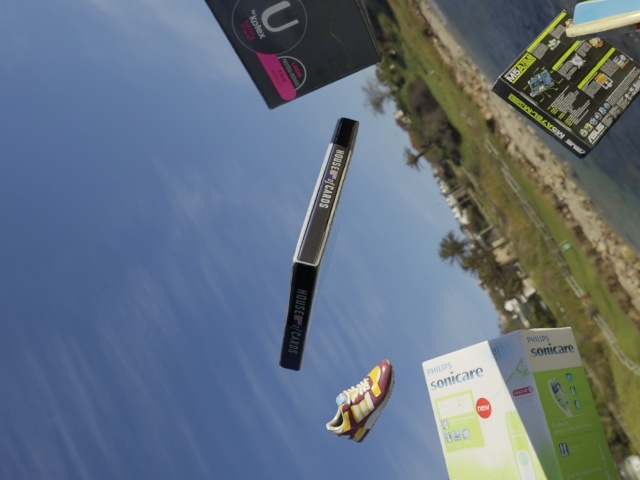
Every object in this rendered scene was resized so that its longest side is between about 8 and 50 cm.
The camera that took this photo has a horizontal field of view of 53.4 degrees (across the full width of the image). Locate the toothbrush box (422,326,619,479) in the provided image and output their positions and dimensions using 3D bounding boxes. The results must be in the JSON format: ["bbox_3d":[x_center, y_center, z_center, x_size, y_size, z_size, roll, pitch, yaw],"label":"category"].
[{"bbox_3d":[0.286,0.288,0.920,0.122,0.206,0.283,4,-113,-34],"label":"toothbrush box"}]

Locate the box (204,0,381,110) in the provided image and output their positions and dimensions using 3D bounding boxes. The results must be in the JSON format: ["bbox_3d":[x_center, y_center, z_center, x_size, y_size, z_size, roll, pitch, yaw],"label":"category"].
[{"bbox_3d":[-0.039,-0.309,0.728,0.165,0.143,0.270,57,-162,-44],"label":"box"}]

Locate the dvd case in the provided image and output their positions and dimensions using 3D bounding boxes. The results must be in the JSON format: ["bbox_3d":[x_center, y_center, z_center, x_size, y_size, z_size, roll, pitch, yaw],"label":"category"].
[{"bbox_3d":[0.000,0.000,0.719,0.030,0.179,0.238,13,-134,4],"label":"dvd case"}]

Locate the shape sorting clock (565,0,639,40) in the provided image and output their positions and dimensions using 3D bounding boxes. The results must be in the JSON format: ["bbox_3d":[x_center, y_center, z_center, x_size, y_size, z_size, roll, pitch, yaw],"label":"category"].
[{"bbox_3d":[0.309,-0.196,0.517,0.206,0.206,0.040,-75,-29,-69],"label":"shape sorting clock"}]

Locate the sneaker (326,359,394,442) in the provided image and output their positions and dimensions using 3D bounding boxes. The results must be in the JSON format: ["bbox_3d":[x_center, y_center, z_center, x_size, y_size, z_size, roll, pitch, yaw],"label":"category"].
[{"bbox_3d":[0.079,0.314,1.264,0.084,0.185,0.069,21,-171,-15],"label":"sneaker"}]

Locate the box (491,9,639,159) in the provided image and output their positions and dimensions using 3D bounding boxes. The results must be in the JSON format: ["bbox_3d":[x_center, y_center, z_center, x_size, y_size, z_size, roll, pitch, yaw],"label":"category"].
[{"bbox_3d":[0.403,-0.252,1.019,0.184,0.190,0.045,40,161,12],"label":"box"}]
